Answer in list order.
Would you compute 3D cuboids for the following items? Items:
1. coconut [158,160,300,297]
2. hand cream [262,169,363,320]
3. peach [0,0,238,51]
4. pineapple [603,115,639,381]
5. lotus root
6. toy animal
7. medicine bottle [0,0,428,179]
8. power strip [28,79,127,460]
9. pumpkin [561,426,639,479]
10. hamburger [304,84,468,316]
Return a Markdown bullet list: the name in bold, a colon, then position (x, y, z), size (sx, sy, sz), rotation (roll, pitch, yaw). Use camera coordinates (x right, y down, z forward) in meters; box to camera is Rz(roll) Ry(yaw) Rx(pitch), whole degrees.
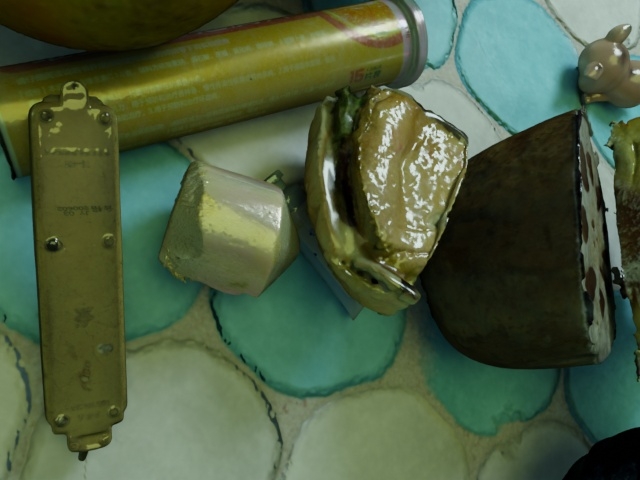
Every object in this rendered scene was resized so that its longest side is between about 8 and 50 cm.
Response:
- **coconut**: position (-0.078, -0.006, 0.535), size (0.122, 0.116, 0.116), rotation (17, 72, -16)
- **hand cream**: position (0.000, 0.000, 0.608), size (0.171, 0.043, 0.065), rotation (49, 64, -10)
- **peach**: position (-0.129, -0.307, 0.407), size (0.372, 0.373, 0.290), rotation (-12, 58, -26)
- **pineapple**: position (0.477, 0.027, 0.639), size (0.286, 0.208, 0.345), rotation (26, 59, -38)
- **lotus root**: position (0.213, 0.010, 0.623), size (0.272, 0.191, 0.272), rotation (25, 58, -49)
- **toy animal**: position (0.426, -0.240, 0.834), size (0.150, 0.089, 0.084), rotation (17, 68, -29)
- **medicine bottle**: position (-0.089, -0.160, 0.569), size (0.425, 0.108, 0.108), rotation (-21, 88, -26)
- **power strip**: position (-0.194, 0.030, 0.469), size (0.064, 0.044, 0.306), rotation (-4, 99, -29)
- **pumpkin**: position (0.370, 0.343, 0.523), size (0.266, 0.363, 0.364), rotation (18, 71, -12)
- **hamburger**: position (0.041, -0.032, 0.564), size (0.155, 0.135, 0.208), rotation (25, 61, -16)
